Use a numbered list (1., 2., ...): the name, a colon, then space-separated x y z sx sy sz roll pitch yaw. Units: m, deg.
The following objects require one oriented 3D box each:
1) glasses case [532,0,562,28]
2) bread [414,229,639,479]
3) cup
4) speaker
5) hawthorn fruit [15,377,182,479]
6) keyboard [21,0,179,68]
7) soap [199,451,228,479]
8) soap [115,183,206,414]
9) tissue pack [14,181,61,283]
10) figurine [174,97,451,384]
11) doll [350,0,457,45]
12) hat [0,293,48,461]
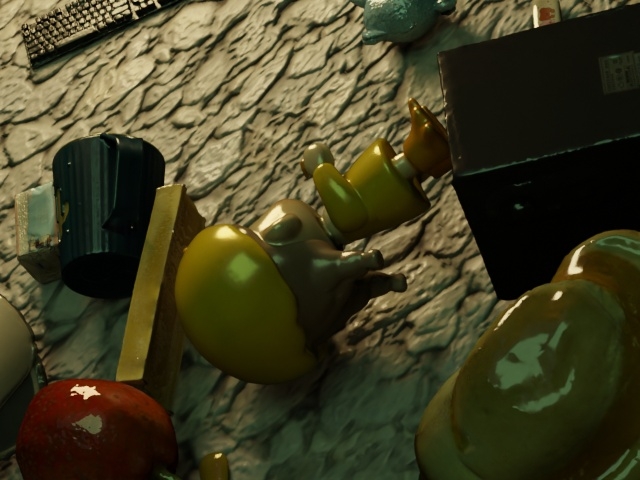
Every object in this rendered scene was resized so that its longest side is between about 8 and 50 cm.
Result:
1. glasses case: 0.259 -0.245 2.054 0.032 0.021 0.083 -11 54 15
2. bread: 0.235 0.152 1.608 0.210 0.341 0.300 43 78 16
3. cup: -0.236 -0.034 2.049 0.131 0.176 0.155 5 60 -16
4. speaker: 0.268 -0.085 1.810 0.254 0.232 0.184 -13 54 10
5. hawthorn fruit: -0.180 0.238 1.841 0.285 0.165 0.165 19 67 30
6. keyboard: -0.280 -0.295 2.329 0.231 0.023 0.072 -23 54 8
7. soap: -0.109 0.260 1.883 0.034 0.012 0.089 -19 52 12
8. soap: -0.172 0.064 1.993 0.037 0.092 0.252 -2 58 18
9. tissue pack: -0.323 -0.007 2.121 0.058 0.074 0.094 -15 56 10
10. figurine: 0.000 0.000 1.861 0.343 0.215 0.187 -43 64 8
11. doll: 0.081 -0.305 2.139 0.120 0.075 0.180 -26 52 2
12. hat: -0.435 0.170 2.003 0.232 0.161 0.275 21 65 29
